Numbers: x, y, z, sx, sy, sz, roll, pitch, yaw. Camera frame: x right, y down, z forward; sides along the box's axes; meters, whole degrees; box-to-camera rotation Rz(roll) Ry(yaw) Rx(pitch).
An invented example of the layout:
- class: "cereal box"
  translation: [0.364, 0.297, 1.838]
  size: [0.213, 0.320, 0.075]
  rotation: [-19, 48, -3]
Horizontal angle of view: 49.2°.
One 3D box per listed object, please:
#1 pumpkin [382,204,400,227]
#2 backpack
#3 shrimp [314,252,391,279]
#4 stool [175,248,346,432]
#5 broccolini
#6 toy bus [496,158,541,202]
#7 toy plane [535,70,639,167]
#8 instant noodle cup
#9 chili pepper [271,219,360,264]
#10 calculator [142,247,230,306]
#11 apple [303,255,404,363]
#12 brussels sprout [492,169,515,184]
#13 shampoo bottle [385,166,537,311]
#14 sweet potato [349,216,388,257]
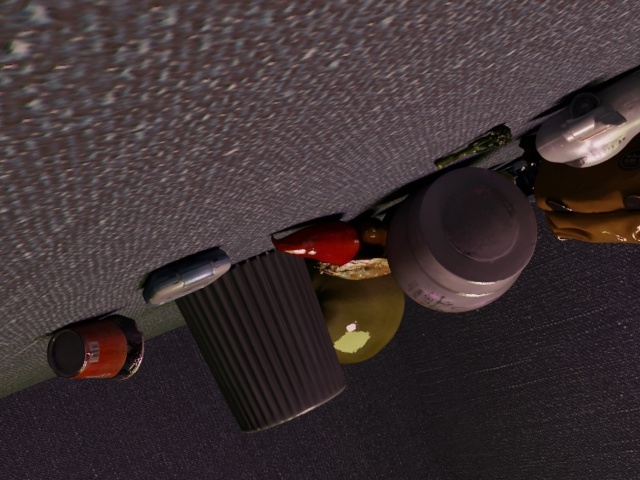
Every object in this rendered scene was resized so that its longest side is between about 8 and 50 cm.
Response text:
- class: "pumpkin"
  translation: [0.261, -0.030, 1.706]
  size: [0.238, 0.159, 0.238]
  rotation: [-22, 171, -4]
- class: "backpack"
  translation: [0.573, -0.147, 1.286]
  size: [0.354, 0.201, 0.378]
  rotation: [-1, -143, 45]
- class: "shrimp"
  translation: [0.078, 0.052, 1.531]
  size: [0.217, 0.051, 0.115]
  rotation: [8, 150, -37]
- class: "stool"
  translation: [-0.121, 0.214, 1.514]
  size: [0.297, 0.330, 0.297]
  rotation: [-23, 176, -2]
- class: "broccolini"
  translation: [0.228, -0.140, 1.068]
  size: [0.140, 0.030, 0.035]
  rotation: [-21, 170, 41]
- class: "toy bus"
  translation: [0.571, -0.167, 1.910]
  size: [0.147, 0.128, 0.256]
  rotation: [-23, 179, -28]
- class: "toy plane"
  translation: [0.457, -0.186, 1.086]
  size: [0.245, 0.117, 0.244]
  rotation: [-25, 177, -1]
- class: "instant noodle cup"
  translation: [-0.406, 0.196, 1.247]
  size: [0.127, 0.127, 0.136]
  rotation: [-25, 168, 20]
- class: "chili pepper"
  translation: [0.006, 0.000, 1.321]
  size: [0.137, 0.091, 0.368]
  rotation: [4, 175, 7]
- class: "calculator"
  translation: [-0.208, 0.059, 1.072]
  size: [0.121, 0.039, 0.210]
  rotation: [-20, 176, -23]
- class: "apple"
  translation: [0.056, 0.170, 1.906]
  size: [0.357, 0.357, 0.357]
  rotation: [-23, 176, -2]
- class: "brussels sprout"
  translation: [0.428, -0.115, 1.817]
  size: [0.122, 0.151, 0.149]
  rotation: [10, -171, -24]
- class: "shampoo bottle"
  translation: [0.274, 0.002, 1.389]
  size: [0.273, 0.273, 0.266]
  rotation: [-23, 170, -12]
- class: "sweet potato"
  translation: [0.104, 0.004, 1.634]
  size: [0.112, 0.112, 0.359]
  rotation: [-23, 173, -8]
